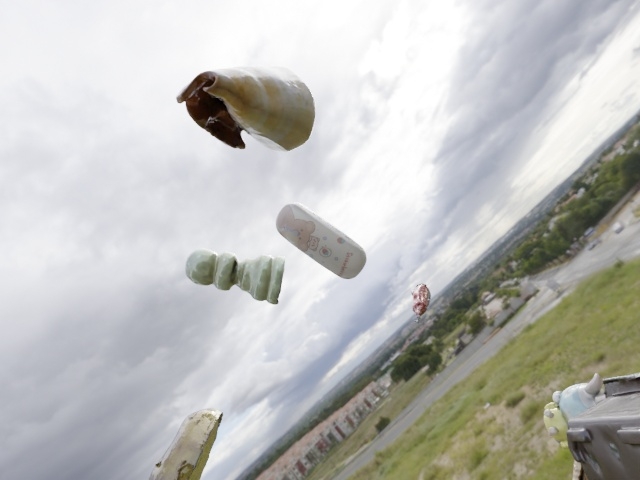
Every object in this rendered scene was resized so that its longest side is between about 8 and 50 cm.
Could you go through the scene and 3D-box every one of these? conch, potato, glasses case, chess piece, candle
[{"bbox_3d":[-0.101,-0.216,0.616,0.159,0.127,0.255,-1,-5,17],"label":"conch"},{"bbox_3d":[-0.259,0.412,0.784,0.200,0.081,0.164,-65,-7,-58],"label":"potato"},{"bbox_3d":[0.000,0.000,0.828,0.081,0.204,0.051,-58,-6,20],"label":"glasses case"},{"bbox_3d":[-0.217,0.083,1.040,0.133,0.244,0.133,-170,90,-82],"label":"chess piece"},{"bbox_3d":[0.251,0.160,1.052,0.048,0.053,0.162,-59,-6,24],"label":"candle"}]

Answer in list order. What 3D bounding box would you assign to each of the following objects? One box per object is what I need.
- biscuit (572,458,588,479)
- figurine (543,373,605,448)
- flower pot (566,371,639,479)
[{"bbox_3d":[0.312,0.299,0.492,0.018,0.071,0.147,-5,26,38],"label":"biscuit"},{"bbox_3d":[0.569,0.376,0.901,0.155,0.127,0.235,-22,-44,20],"label":"figurine"},{"bbox_3d":[0.308,0.210,0.358,0.084,0.178,0.250,-17,-26,0],"label":"flower pot"}]
